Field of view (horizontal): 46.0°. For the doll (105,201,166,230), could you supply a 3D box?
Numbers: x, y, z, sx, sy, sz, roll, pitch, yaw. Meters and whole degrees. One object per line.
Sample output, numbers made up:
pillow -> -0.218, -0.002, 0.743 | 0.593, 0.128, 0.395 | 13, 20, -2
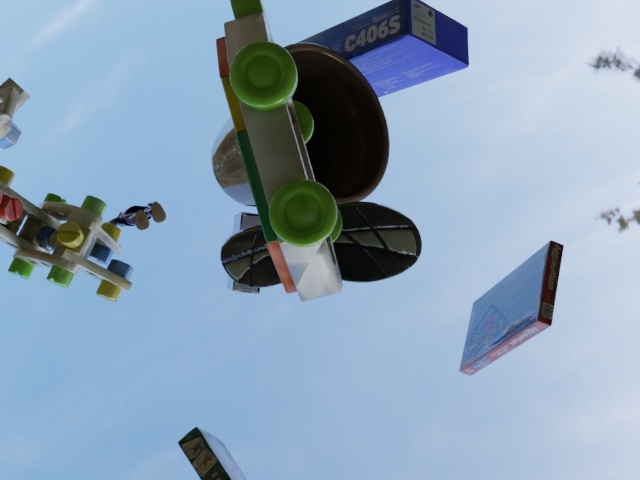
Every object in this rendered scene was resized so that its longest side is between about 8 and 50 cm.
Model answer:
doll -> -0.393, -0.049, 1.590 | 0.129, 0.046, 0.189 | -26, -166, -26

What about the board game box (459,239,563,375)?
board game box -> 0.313, 0.121, 1.259 | 0.027, 0.281, 0.145 | 23, -119, -5

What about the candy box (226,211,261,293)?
candy box -> -0.186, 0.032, 1.901 | 0.070, 0.165, 0.196 | 6, -91, -12

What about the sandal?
sandal -> -0.002, -0.001, 1.117 | 0.303, 0.120, 0.086 | -5, -160, 17

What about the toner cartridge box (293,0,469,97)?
toner cartridge box -> 0.069, -0.311, 1.318 | 0.348, 0.165, 0.075 | -10, -106, 44

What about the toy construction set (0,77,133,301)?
toy construction set -> -0.373, -0.050, 0.902 | 0.215, 0.327, 0.151 | 15, -122, 25

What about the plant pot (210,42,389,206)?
plant pot -> -0.057, -0.155, 1.219 | 0.229, 0.263, 0.263 | -18, -135, 50

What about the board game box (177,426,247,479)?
board game box -> -0.051, 0.307, 0.750 | 0.030, 0.136, 0.259 | -34, -110, -12

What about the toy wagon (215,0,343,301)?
toy wagon -> -0.041, -0.113, 0.742 | 0.068, 0.267, 0.344 | -16, -92, 2
